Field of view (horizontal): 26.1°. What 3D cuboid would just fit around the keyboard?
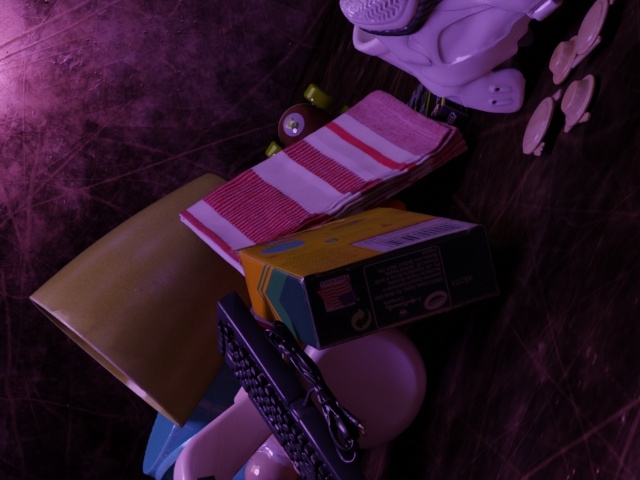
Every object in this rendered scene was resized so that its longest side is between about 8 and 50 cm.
[{"bbox_3d":[-0.023,0.182,1.433,0.317,0.033,0.201,52,151,28],"label":"keyboard"}]

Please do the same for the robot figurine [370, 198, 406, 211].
[{"bbox_3d":[0.054,0.027,1.760,0.219,0.128,0.158,-78,-21,-46],"label":"robot figurine"}]

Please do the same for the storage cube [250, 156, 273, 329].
[{"bbox_3d":[-0.056,0.018,2.184,0.215,0.183,0.193,127,164,-62],"label":"storage cube"}]

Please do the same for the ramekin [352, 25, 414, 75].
[{"bbox_3d":[0.173,-0.327,1.760,0.277,0.135,0.277,-51,18,23],"label":"ramekin"}]

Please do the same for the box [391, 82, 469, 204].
[{"bbox_3d":[0.154,-0.174,1.908,0.184,0.045,0.191,-56,15,41],"label":"box"}]

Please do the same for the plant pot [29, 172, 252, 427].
[{"bbox_3d":[-0.201,0.058,1.909,0.293,0.275,0.275,-50,6,-12],"label":"plant pot"}]

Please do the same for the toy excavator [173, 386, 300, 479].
[{"bbox_3d":[-0.125,0.359,1.512,0.222,0.433,0.445,-57,48,48],"label":"toy excavator"}]

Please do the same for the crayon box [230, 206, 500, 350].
[{"bbox_3d":[0.037,0.032,1.502,0.318,0.202,0.081,-160,56,-73],"label":"crayon box"}]

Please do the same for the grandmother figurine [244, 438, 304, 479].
[{"bbox_3d":[-0.074,0.384,1.754,0.208,0.104,0.342,-48,23,39],"label":"grandmother figurine"}]

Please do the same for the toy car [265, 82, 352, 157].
[{"bbox_3d":[0.009,-0.164,2.429,0.155,0.149,0.188,-55,23,10],"label":"toy car"}]

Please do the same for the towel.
[{"bbox_3d":[-0.003,-0.082,1.769,0.329,0.037,0.237,-32,30,-14],"label":"towel"}]

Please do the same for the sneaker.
[{"bbox_3d":[0.219,-0.268,1.526,0.366,0.210,0.137,-14,46,34],"label":"sneaker"}]

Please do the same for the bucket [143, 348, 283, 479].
[{"bbox_3d":[-0.140,0.274,2.088,0.281,0.183,0.281,-158,90,-80],"label":"bucket"}]

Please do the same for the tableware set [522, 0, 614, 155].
[{"bbox_3d":[0.255,-0.166,1.416,0.141,0.020,0.169,141,150,-72],"label":"tableware set"}]

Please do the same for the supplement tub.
[{"bbox_3d":[0.033,0.142,1.560,0.200,0.144,0.144,-131,64,-79],"label":"supplement tub"}]
